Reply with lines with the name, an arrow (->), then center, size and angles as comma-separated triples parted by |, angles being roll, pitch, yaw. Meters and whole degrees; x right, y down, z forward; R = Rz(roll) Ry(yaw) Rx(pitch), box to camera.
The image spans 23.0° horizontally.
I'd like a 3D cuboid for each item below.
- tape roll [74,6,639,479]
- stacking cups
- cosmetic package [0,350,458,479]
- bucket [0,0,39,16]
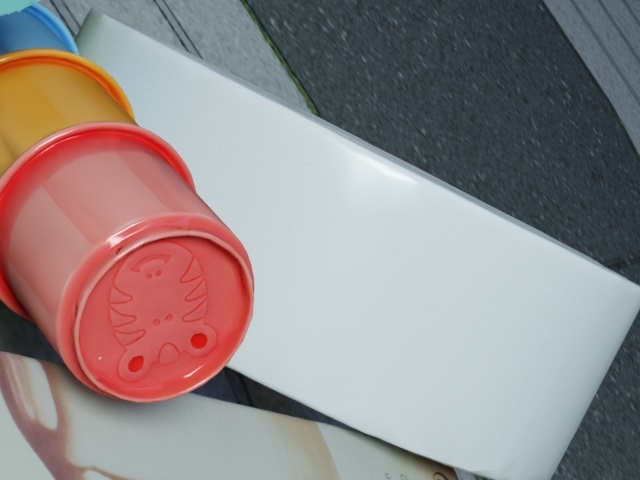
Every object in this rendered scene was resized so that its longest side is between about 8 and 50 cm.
tape roll -> 0.000, 0.000, 0.720 | 0.286, 0.100, 0.286 | 27, 5, -2
stacking cups -> -0.119, -0.050, 0.577 | 0.096, 0.096, 0.316 | 34, 3, -37
cosmetic package -> -0.069, 0.141, 0.548 | 0.296, 0.153, 0.129 | 22, 41, -51
bucket -> -0.209, -0.156, 0.521 | 0.183, 0.281, 0.281 | 19, 43, -39
